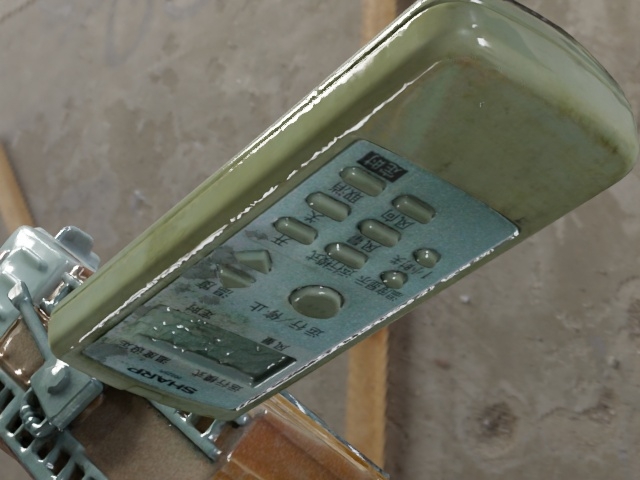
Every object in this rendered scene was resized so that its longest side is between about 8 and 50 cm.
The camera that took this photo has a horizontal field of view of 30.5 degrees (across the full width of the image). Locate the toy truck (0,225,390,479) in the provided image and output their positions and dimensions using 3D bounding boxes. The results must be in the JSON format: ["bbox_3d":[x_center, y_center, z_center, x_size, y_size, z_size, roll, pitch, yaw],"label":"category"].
[{"bbox_3d":[-0.107,0.098,0.653,0.136,0.162,0.305,-52,43,-8],"label":"toy truck"}]

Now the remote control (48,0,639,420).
[{"bbox_3d":[0.000,0.000,0.428,0.233,0.098,0.038,-35,42,36],"label":"remote control"}]
